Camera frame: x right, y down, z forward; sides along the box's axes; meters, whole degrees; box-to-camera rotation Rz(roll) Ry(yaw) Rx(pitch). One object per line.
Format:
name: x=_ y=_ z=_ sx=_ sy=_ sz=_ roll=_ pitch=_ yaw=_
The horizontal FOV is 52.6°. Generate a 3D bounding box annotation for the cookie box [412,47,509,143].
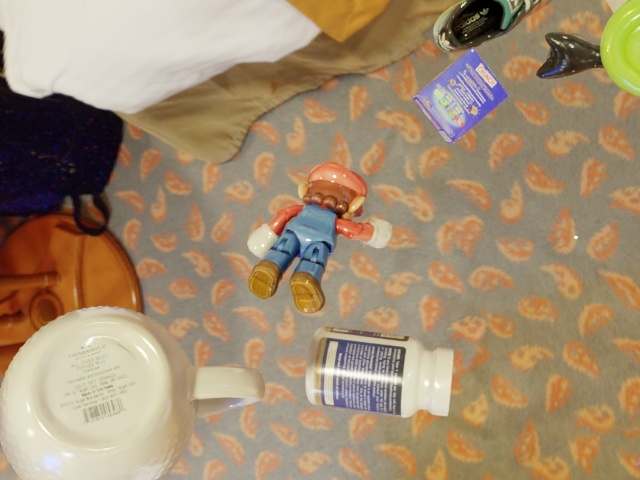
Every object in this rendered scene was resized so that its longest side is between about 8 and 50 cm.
cookie box: x=0.205 y=-0.211 z=0.952 sx=0.107 sy=0.040 sz=0.092 roll=-40 pitch=101 yaw=2

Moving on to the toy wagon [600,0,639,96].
toy wagon: x=0.261 y=-0.149 z=0.402 sx=0.344 sy=0.267 sz=0.068 roll=42 pitch=138 yaw=11

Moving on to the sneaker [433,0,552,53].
sneaker: x=0.332 y=-0.415 z=1.094 sx=0.302 sy=0.121 sz=0.108 roll=-35 pitch=105 yaw=15

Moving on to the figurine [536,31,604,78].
figurine: x=0.416 y=-0.321 z=0.891 sx=0.209 sy=0.092 sz=0.215 roll=1 pitch=128 yaw=10

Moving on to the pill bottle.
pill bottle: x=0.115 y=0.252 z=1.230 sx=0.265 sy=0.153 sz=0.153 roll=5 pitch=92 yaw=13

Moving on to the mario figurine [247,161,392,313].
mario figurine: x=0.000 y=0.000 z=1.167 sx=0.198 sy=0.320 sz=0.170 roll=41 pitch=139 yaw=-12

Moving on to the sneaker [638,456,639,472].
sneaker: x=0.482 y=0.324 z=0.742 sx=0.236 sy=0.095 sz=0.104 roll=26 pitch=66 yaw=24

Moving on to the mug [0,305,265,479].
mug: x=-0.266 y=0.231 z=0.941 sx=0.374 sy=0.328 sz=0.276 roll=-2 pitch=69 yaw=-18
